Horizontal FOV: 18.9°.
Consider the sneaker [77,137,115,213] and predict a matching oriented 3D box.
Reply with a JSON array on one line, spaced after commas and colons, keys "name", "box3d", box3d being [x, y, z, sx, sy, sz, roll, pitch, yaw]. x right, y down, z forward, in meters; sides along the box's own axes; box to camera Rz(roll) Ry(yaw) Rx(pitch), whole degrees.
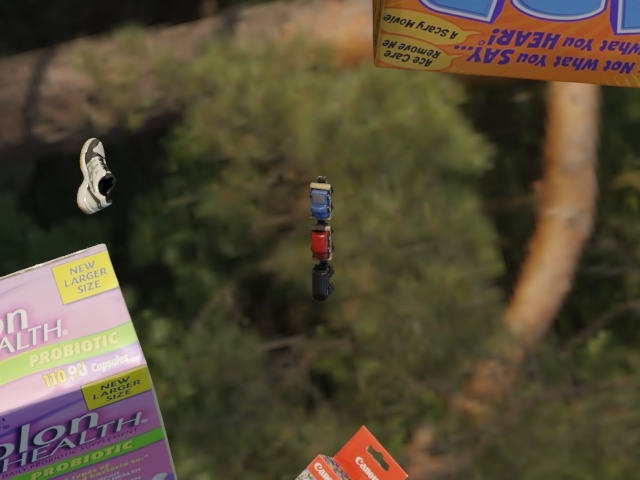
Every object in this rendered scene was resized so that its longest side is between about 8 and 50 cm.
[{"name": "sneaker", "box3d": [-0.221, -0.066, 1.940, 0.032, 0.037, 0.083, 33, 50, -51]}]

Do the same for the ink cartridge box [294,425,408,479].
[{"name": "ink cartridge box", "box3d": [0.010, 0.210, 1.560, 0.063, 0.115, 0.029, 47, 10, 27]}]

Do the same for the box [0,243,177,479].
[{"name": "box", "box3d": [-0.242, 0.140, 1.557, 0.243, 0.213, 0.117, 86, -16, -59]}]

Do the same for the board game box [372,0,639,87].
[{"name": "board game box", "box3d": [0.244, -0.401, 1.908, 0.356, 0.356, 0.356, -89, -176, -50]}]

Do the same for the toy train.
[{"name": "toy train", "box3d": [0.000, 0.000, 2.222, 0.036, 0.027, 0.158, -60, 153, -59]}]
